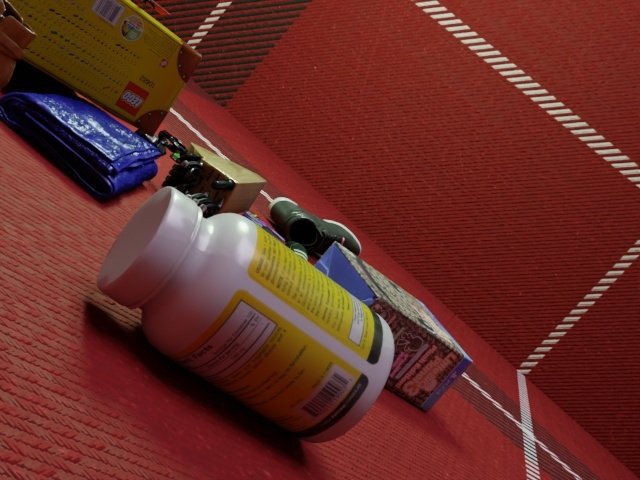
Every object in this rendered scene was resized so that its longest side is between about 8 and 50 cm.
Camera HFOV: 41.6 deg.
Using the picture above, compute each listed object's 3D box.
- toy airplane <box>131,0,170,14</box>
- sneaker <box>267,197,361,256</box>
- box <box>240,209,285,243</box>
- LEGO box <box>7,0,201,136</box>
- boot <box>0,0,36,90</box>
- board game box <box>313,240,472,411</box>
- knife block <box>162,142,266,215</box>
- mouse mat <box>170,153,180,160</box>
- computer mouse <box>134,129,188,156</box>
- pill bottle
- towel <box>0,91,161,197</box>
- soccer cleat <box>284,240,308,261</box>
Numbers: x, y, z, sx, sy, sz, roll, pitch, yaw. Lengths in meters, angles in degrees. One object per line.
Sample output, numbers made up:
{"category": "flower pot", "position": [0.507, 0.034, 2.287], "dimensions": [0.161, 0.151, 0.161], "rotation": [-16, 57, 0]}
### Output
{"category": "toy airplane", "position": [-0.349, -0.452, 1.537], "dimensions": [0.151, 0.028, 0.151], "rotation": [34, 0, 0]}
{"category": "sneaker", "position": [0.000, 0.000, 2.212], "dimensions": [0.296, 0.104, 0.147], "rotation": [29, 14, -28]}
{"category": "box", "position": [-0.137, -0.017, 1.908], "dimensions": [0.116, 0.029, 0.162], "rotation": [40, 9, -4]}
{"category": "LEGO box", "position": [-0.524, -0.432, 1.546], "dimensions": [0.372, 0.193, 0.500], "rotation": [33, 2, 39]}
{"category": "boot", "position": [-0.513, -0.298, 1.229], "dimensions": [0.197, 0.152, 0.073], "rotation": [42, 8, 9]}
{"category": "board game box", "position": [0.121, 0.172, 1.686], "dimensions": [0.291, 0.141, 0.232], "rotation": [35, 10, -34]}
{"category": "knife block", "position": [-0.203, -0.101, 1.753], "dimensions": [0.276, 0.088, 0.242], "rotation": [25, 14, -37]}
{"category": "mouse mat", "position": [-0.282, -0.154, 2.053], "dimensions": [0.190, 0.007, 0.152], "rotation": [39, 8, -9]}
{"category": "computer mouse", "position": [-0.329, -0.188, 1.689], "dimensions": [0.071, 0.041, 0.242], "rotation": [54, -19, -24]}
{"category": "pill bottle", "position": [-0.088, 0.087, 1.009], "dimensions": [0.334, 0.188, 0.188], "rotation": [38, 9, -24]}
{"category": "towel", "position": [-0.389, -0.176, 1.426], "dimensions": [0.228, 0.076, 0.308], "rotation": [41, 8, -5]}
{"category": "soccer cleat", "position": [-0.062, 0.043, 1.830], "dimensions": [0.072, 0.060, 0.179], "rotation": [35, 13, -29]}
